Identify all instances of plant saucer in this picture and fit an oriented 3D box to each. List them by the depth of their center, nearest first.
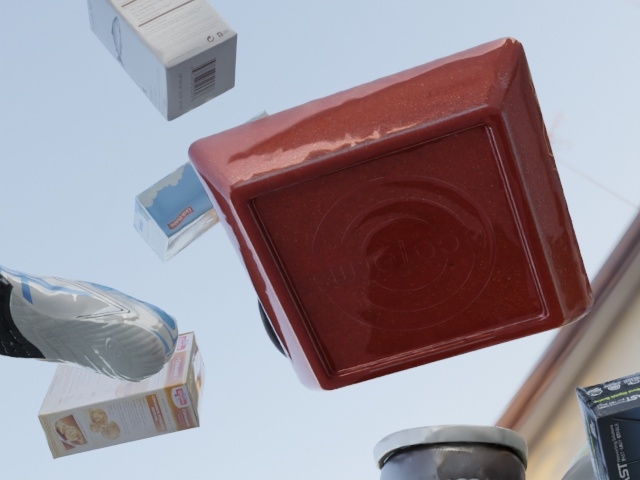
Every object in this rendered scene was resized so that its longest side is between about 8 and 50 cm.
[{"bbox_3d":[0.062,0.005,0.796,0.258,0.047,0.259,-17,-58,11],"label":"plant saucer"}]

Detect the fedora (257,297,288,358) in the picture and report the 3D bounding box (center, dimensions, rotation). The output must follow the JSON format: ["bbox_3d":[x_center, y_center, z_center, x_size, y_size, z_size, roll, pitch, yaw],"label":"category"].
[{"bbox_3d":[0.000,0.000,1.232,0.244,0.275,0.124,-24,-48,23],"label":"fedora"}]

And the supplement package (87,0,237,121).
[{"bbox_3d":[-0.195,-0.256,1.271,0.105,0.179,0.105,-32,-23,-22],"label":"supplement package"}]

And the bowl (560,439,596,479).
[{"bbox_3d":[0.250,0.216,0.715,0.156,0.289,0.289,22,-75,-30],"label":"bowl"}]

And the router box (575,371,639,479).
[{"bbox_3d":[0.203,0.130,0.582,0.092,0.038,0.122,-16,-73,1],"label":"router box"}]

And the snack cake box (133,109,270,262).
[{"bbox_3d":[-0.177,-0.088,1.710,0.264,0.089,0.152,-37,-8,-20],"label":"snack cake box"}]

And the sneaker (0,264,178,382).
[{"bbox_3d":[-0.249,0.070,0.980,0.086,0.237,0.085,-65,-8,-74],"label":"sneaker"}]

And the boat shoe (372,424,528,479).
[{"bbox_3d":[0.092,0.222,0.806,0.324,0.117,0.096,94,-179,-64],"label":"boat shoe"}]

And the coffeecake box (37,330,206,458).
[{"bbox_3d":[-0.245,0.192,1.312,0.185,0.142,0.068,-13,-69,3],"label":"coffeecake box"}]
